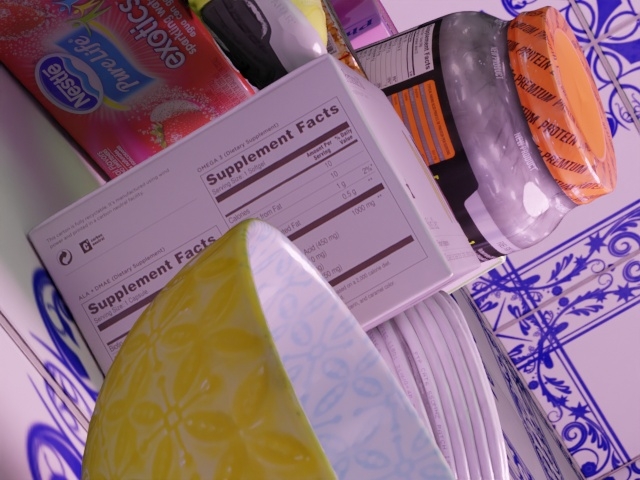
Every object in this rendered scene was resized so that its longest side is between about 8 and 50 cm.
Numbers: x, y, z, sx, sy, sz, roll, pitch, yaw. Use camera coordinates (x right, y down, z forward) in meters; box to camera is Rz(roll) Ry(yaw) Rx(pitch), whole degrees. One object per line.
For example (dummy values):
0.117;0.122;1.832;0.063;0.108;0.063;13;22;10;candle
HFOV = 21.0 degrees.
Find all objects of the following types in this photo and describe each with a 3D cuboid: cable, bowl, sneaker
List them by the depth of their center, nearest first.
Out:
-0.021;0.152;0.732;0.289;0.156;0.289;58;7;-11;bowl
-0.059;-0.252;1.125;0.145;0.147;0.385;53;11;-49;sneaker
0.071;0.160;1.277;0.257;0.089;0.257;130;-50;-77;cable

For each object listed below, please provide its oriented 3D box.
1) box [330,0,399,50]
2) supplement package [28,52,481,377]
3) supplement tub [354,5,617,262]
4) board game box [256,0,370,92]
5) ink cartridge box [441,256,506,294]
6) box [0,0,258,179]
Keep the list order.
-0.014;-0.148;1.724;0.117;0.213;0.243;57;8;-21;box
-0.027;0.005;1.078;0.145;0.204;0.262;60;8;4;supplement package
0.060;-0.061;1.359;0.193;0.316;0.193;51;29;-44;supplement tub
-0.070;-0.120;1.319;0.045;0.193;0.147;54;10;-41;board game box
0.088;-0.062;1.743;0.119;0.207;0.353;49;27;-18;ink cartridge box
-0.157;-0.163;1.175;0.257;0.122;0.128;51;11;-48;box
